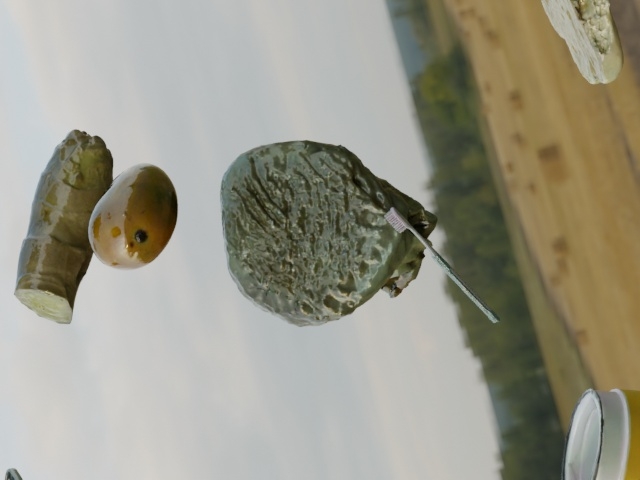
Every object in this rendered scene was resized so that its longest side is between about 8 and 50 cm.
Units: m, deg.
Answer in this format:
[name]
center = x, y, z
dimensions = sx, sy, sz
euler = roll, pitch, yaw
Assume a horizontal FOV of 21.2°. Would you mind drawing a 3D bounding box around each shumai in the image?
[shumai]
center = 0.000, 0.000, 2.134
dimensions = 0.222, 0.260, 0.225
euler = 38, -108, -76

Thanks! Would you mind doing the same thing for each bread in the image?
[bread]
center = 0.225, -0.267, 1.630
dimensions = 0.182, 0.039, 0.251
euler = -70, -44, -85

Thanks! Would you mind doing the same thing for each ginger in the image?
[ginger]
center = -0.348, -0.022, 2.341
dimensions = 0.109, 0.116, 0.263
euler = 30, -114, -45

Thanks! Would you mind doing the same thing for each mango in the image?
[mango]
center = -0.213, -0.034, 1.972
dimensions = 0.089, 0.111, 0.163
euler = 43, -141, -26

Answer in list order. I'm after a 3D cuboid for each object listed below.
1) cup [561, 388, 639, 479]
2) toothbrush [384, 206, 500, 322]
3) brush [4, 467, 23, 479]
[cup]
center = 0.401, 0.238, 1.764
dimensions = 0.196, 0.279, 0.196
euler = -169, 90, -84
[toothbrush]
center = 0.121, 0.027, 1.695
dimensions = 0.167, 0.014, 0.011
euler = 45, -163, -20
[brush]
center = -0.396, 0.361, 2.261
dimensions = 0.297, 0.060, 0.068
euler = -161, 73, -64
